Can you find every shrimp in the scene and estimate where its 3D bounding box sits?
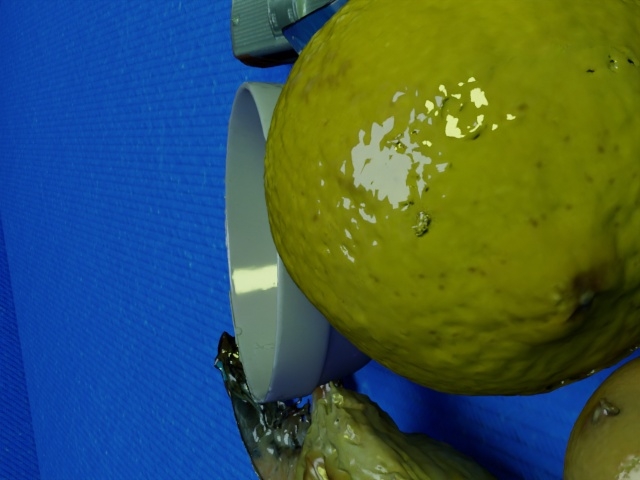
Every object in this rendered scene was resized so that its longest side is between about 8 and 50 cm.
[{"bbox_3d":[-0.048,0.173,0.981,0.290,0.054,0.222,51,134,42],"label":"shrimp"}]

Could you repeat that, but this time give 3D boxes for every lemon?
[{"bbox_3d":[0.100,-0.042,0.523,0.293,0.293,0.293,1,92,60],"label":"lemon"}]

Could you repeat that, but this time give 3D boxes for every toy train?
[{"bbox_3d":[0.013,-0.229,0.811,0.409,0.089,0.086,7,96,55],"label":"toy train"}]

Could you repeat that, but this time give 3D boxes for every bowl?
[{"bbox_3d":[0.000,0.000,0.772,0.287,0.143,0.287,178,90,-75],"label":"bowl"}]

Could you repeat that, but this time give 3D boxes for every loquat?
[{"bbox_3d":[0.204,0.134,0.475,0.141,0.141,0.141,1,92,60],"label":"loquat"}]

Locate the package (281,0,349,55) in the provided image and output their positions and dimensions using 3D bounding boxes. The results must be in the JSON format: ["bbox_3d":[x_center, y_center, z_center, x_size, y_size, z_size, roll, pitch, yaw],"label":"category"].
[{"bbox_3d":[0.053,-0.140,0.744,0.173,0.027,0.171,54,155,-17],"label":"package"}]

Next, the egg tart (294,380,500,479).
[{"bbox_3d":[0.081,0.309,0.667,0.351,0.153,0.340,31,117,55],"label":"egg tart"}]
